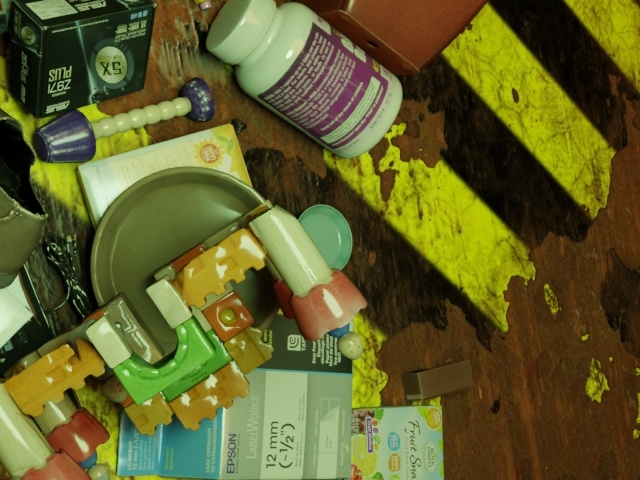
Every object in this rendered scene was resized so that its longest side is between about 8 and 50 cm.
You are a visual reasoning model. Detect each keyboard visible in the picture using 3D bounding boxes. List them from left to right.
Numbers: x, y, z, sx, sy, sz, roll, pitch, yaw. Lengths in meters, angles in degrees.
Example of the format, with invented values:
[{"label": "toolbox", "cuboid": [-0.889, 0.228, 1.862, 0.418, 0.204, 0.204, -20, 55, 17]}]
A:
[{"label": "keyboard", "cuboid": [-0.399, 0.108, 1.322, 0.202, 0.033, 0.317, -23, 98, -28]}]

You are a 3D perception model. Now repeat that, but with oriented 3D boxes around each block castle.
[{"label": "block castle", "cuboid": [-0.176, 0.150, 1.201, 0.453, 0.303, 0.212, -34, 96, -5]}]

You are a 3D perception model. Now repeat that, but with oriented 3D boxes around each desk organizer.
[{"label": "desk organizer", "cuboid": [0.211, 0.249, 1.728, 0.130, 0.047, 0.050, -8, 86, -36]}]

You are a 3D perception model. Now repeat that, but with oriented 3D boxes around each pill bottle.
[{"label": "pill bottle", "cuboid": [-0.027, -0.273, 1.551, 0.302, 0.169, 0.169, 32, 67, -29]}]

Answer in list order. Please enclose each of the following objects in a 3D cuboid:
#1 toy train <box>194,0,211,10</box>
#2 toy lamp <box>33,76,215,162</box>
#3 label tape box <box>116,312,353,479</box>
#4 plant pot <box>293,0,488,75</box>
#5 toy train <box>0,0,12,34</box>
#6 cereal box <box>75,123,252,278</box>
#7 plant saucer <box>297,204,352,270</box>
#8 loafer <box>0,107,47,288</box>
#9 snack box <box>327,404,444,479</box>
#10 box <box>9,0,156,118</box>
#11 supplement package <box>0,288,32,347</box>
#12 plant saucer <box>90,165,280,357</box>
[{"label": "toy train", "cuboid": [-0.190, -0.440, 1.532, 0.125, 0.046, 0.166, 47, 61, -21]}, {"label": "toy lamp", "cuboid": [-0.283, -0.173, 1.412, 0.275, 0.080, 0.080, -25, 98, -34]}, {"label": "label tape box", "cuboid": [-0.117, 0.232, 1.456, 0.348, 0.115, 0.249, 9, 78, -36]}, {"label": "plant pot", "cuboid": [0.107, -0.419, 1.625, 0.267, 0.267, 0.235, 32, 78, -28]}, {"label": "toy train", "cuboid": [-0.417, -0.381, 1.318, 0.334, 0.142, 0.190, -22, 109, -37]}, {"label": "cereal box", "cuboid": [-0.219, -0.059, 1.428, 0.240, 0.047, 0.173, -18, 94, -20]}, {"label": "plant saucer", "cuboid": [0.000, 0.000, 1.625, 0.119, 0.021, 0.119, 5, 82, -35]}, {"label": "loafer", "cuboid": [-0.409, -0.113, 1.200, 0.134, 0.130, 0.366, 26, 31, -57]}, {"label": "snack box", "cuboid": [0.111, 0.366, 1.627, 0.207, 0.070, 0.174, 4, 81, -37]}, {"label": "box", "cuboid": [-0.328, -0.266, 1.334, 0.180, 0.147, 0.077, -24, 56, -39]}, {"label": "supplement package", "cuboid": [-0.496, 0.056, 1.177, 0.244, 0.139, 0.134, 48, 66, -16]}, {"label": "plant saucer", "cuboid": [-0.182, 0.035, 1.368, 0.278, 0.041, 0.277, 0, 91, -7]}]
